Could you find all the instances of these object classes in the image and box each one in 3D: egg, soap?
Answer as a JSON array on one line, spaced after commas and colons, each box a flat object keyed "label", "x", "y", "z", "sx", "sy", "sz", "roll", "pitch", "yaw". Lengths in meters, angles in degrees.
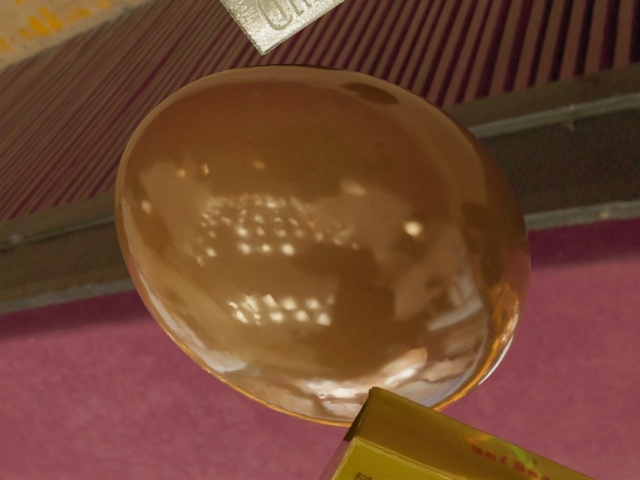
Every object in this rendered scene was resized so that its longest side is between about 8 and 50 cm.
[{"label": "egg", "x": 0.000, "y": 0.000, "z": 0.750, "sx": 0.374, "sy": 0.301, "sz": 0.301, "roll": 24, "pitch": 136, "yaw": -4}, {"label": "soap", "x": -0.033, "y": -0.355, "z": 1.174, "sx": 0.198, "sy": 0.063, "sz": 0.114, "roll": -33, "pitch": 136, "yaw": 11}]

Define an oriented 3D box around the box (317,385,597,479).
[{"label": "box", "x": 0.054, "y": 0.197, "z": 0.487, "sx": 0.153, "sy": 0.041, "sz": 0.279, "roll": 23, "pitch": 134, "yaw": 2}]
